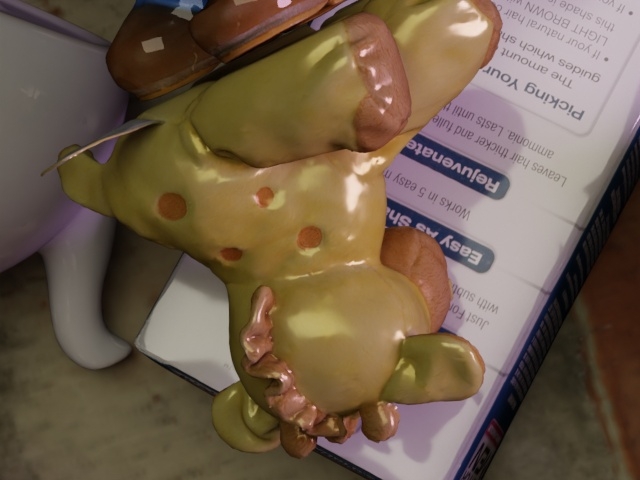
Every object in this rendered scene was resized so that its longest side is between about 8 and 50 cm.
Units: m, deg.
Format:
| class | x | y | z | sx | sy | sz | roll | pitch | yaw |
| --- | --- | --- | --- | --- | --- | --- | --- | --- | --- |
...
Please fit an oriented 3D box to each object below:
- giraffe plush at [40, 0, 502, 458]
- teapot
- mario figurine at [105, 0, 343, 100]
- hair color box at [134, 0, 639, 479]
| class | x | y | z | sx | sy | sz | roll | pitch | yaw |
| --- | --- | --- | --- | --- | --- | --- | --- | --- | --- |
| giraffe plush | 0.000 | 0.000 | 0.826 | 0.210 | 0.181 | 0.170 | -30 | 99 | -27 |
| teapot | -0.234 | -0.050 | 0.943 | 0.256 | 0.252 | 0.187 | 26 | 97 | 26 |
| mario figurine | -0.125 | -0.210 | 0.777 | 0.198 | 0.170 | 0.321 | -25 | 96 | 24 |
| hair color box | 0.070 | -0.051 | 0.954 | 0.174 | 0.105 | 0.347 | 27 | 83 | 14 |
